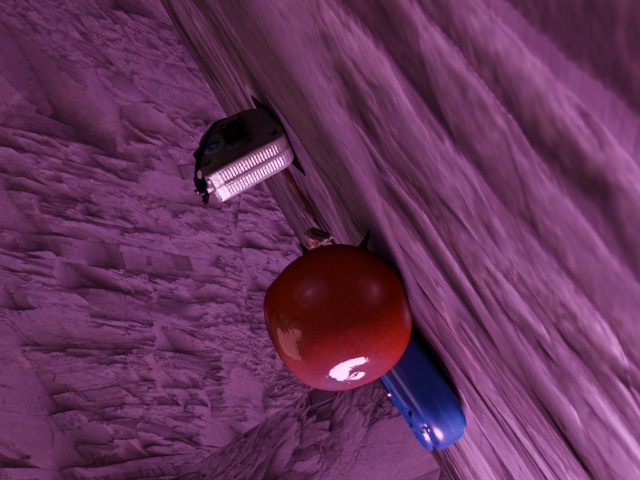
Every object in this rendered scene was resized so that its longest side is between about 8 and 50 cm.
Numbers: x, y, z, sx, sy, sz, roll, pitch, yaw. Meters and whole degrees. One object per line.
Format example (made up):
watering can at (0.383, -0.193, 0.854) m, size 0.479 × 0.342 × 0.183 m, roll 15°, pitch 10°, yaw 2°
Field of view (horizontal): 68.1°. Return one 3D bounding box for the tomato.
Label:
tomato at (0.030, 0.128, 0.802) m, size 0.256 × 0.255 × 0.225 m, roll 64°, pitch -171°, yaw -47°

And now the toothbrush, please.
toothbrush at (-0.039, -0.099, 1.428) m, size 0.321 × 0.023 × 0.031 m, roll 57°, pitch 168°, yaw 12°

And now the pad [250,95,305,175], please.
pad at (-0.111, -0.270, 1.207) m, size 0.181 × 0.004 × 0.267 m, roll 62°, pitch 174°, yaw -33°

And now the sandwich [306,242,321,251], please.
sandwich at (0.002, 0.069, 1.853) m, size 0.163 × 0.058 × 0.193 m, roll 59°, pitch 178°, yaw 7°

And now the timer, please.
timer at (0.184, 0.297, 1.026) m, size 0.309 × 0.115 × 0.340 m, roll 56°, pitch 176°, yaw 30°

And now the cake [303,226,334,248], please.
cake at (0.000, 0.000, 1.349) m, size 0.140 × 0.051 × 0.055 m, roll 22°, pitch 137°, yaw 64°

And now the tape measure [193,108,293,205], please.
tape measure at (-0.202, -0.207, 1.084) m, size 0.207 × 0.235 × 0.115 m, roll 54°, pitch 171°, yaw 41°
